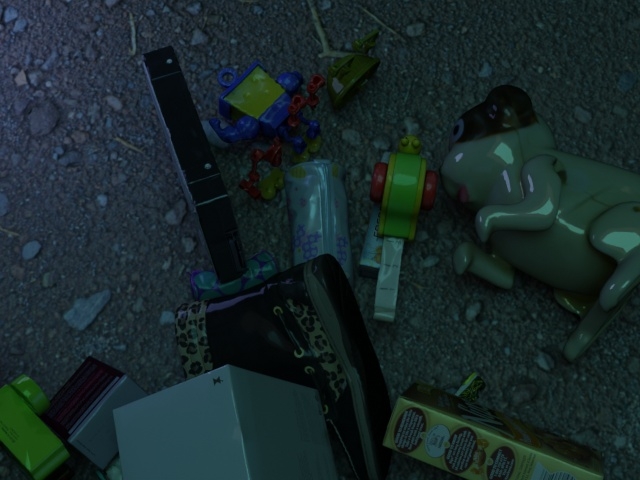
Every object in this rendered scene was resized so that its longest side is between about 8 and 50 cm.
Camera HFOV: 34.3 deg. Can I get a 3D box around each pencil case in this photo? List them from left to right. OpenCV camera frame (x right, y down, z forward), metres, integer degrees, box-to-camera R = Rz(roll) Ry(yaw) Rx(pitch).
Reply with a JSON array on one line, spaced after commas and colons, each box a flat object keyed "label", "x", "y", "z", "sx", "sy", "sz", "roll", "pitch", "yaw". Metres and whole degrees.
[{"label": "pencil case", "x": -0.148, "y": 0.065, "z": 1.776, "sx": 0.152, "sy": 0.064, "sz": 0.070, "roll": -17, "pitch": 93, "yaw": -7}, {"label": "pencil case", "x": 0.000, "y": 0.000, "z": 1.770, "sx": 0.114, "sy": 0.124, "sz": 0.273, "roll": -5, "pitch": 68, "yaw": -1}]

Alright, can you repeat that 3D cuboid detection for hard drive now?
[{"label": "hard drive", "x": -0.209, "y": -0.125, "z": 1.726, "sx": 0.064, "sy": 0.237, "sz": 0.339, "roll": -20, "pitch": 58, "yaw": -7}]

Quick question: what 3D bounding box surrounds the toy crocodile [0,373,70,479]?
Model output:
[{"label": "toy crocodile", "x": -0.504, "y": 0.224, "z": 1.521, "sx": 0.340, "sy": 0.105, "sz": 0.115, "roll": 37, "pitch": 61, "yaw": 13}]

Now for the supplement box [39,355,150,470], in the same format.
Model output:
[{"label": "supplement box", "x": -0.350, "y": 0.262, "z": 1.614, "sx": 0.073, "sy": 0.239, "sz": 0.130, "roll": 46, "pitch": 73, "yaw": -20}]

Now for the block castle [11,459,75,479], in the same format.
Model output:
[{"label": "block castle", "x": -0.537, "y": 0.391, "z": 1.578, "sx": 0.303, "sy": 0.213, "sz": 0.453, "roll": -39, "pitch": 74, "yaw": -13}]

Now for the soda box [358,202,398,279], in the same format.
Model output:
[{"label": "soda box", "x": 0.113, "y": -0.025, "z": 1.810, "sx": 0.058, "sy": 0.063, "sz": 0.183, "roll": 13, "pitch": 69, "yaw": 6}]

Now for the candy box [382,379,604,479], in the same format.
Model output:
[{"label": "candy box", "x": 0.267, "y": 0.319, "z": 1.593, "sx": 0.317, "sy": 0.183, "sz": 0.087, "roll": 21, "pitch": 94, "yaw": 13}]

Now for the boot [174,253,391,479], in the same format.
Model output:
[{"label": "boot", "x": -0.055, "y": 0.227, "z": 1.666, "sx": 0.284, "sy": 0.138, "sz": 0.377, "roll": -14, "pitch": 104, "yaw": 18}]

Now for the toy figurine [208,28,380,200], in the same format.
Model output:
[{"label": "toy figurine", "x": -0.083, "y": -0.273, "z": 1.848, "sx": 0.217, "sy": 0.191, "sz": 0.362, "roll": 36, "pitch": 72, "yaw": 18}]

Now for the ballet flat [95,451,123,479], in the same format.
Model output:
[{"label": "ballet flat", "x": -0.197, "y": 0.483, "z": 1.551, "sx": 0.147, "sy": 0.147, "sz": 0.408, "roll": -25, "pitch": 87, "yaw": -9}]

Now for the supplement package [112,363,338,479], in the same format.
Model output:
[{"label": "supplement package", "x": -0.124, "y": 0.316, "z": 1.469, "sx": 0.198, "sy": 0.263, "sz": 0.199, "roll": -23, "pitch": 65, "yaw": 21}]

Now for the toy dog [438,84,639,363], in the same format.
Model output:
[{"label": "toy dog", "x": 0.382, "y": -0.075, "z": 1.715, "sx": 0.408, "sy": 0.284, "sz": 0.395, "roll": 41, "pitch": 74, "yaw": 16}]

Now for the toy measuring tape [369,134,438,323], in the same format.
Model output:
[{"label": "toy measuring tape", "x": 0.129, "y": -0.034, "z": 1.718, "sx": 0.121, "sy": 0.121, "sz": 0.330, "roll": 9, "pitch": 69, "yaw": 4}]

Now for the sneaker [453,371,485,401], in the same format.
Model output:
[{"label": "sneaker", "x": 0.242, "y": 0.256, "z": 1.718, "sx": 0.035, "sy": 0.031, "sz": 0.083, "roll": 38, "pitch": 75, "yaw": 11}]
